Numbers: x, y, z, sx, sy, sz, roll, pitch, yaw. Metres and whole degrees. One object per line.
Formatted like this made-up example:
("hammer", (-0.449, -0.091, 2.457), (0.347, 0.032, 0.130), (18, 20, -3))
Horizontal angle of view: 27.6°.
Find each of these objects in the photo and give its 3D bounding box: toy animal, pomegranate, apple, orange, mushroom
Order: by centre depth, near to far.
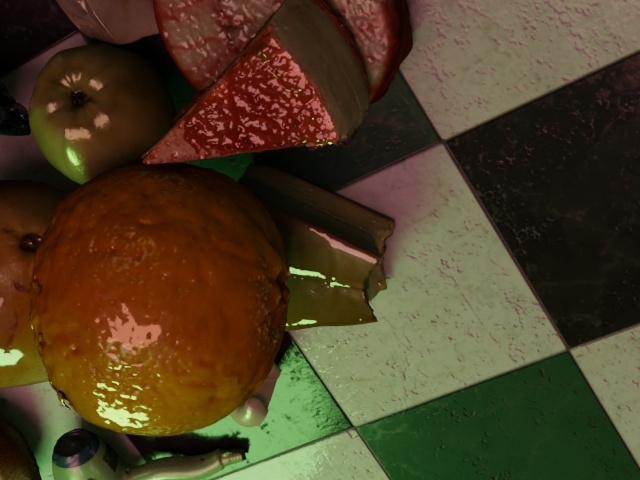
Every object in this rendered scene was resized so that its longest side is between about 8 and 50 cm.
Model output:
("orange", (-0.181, 0.070, 1.584), (0.293, 0.340, 0.340), (-1, 120, 15))
("mushroom", (-0.296, -0.342, 1.620), (0.108, 0.096, 0.247), (-22, 111, 33))
("apple", (-0.279, -0.159, 1.661), (0.200, 0.200, 0.200), (7, 121, 11))
("pomegranate", (-0.433, 0.063, 1.795), (0.319, 0.319, 0.319), (7, 121, 11))
("toy animal", (-0.171, 0.195, 1.891), (0.212, 0.124, 0.124), (21, 123, -2))
("mushroom", (-0.564, 0.361, 2.069), (0.253, 0.153, 0.253), (7, 124, 11))

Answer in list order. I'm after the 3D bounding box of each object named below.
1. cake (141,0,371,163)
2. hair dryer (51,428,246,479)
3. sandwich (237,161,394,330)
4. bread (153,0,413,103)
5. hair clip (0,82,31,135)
("cake", (-0.093, -0.185, 1.489), (0.262, 0.158, 0.159), (-6, 117, 19))
("hair dryer", (-0.276, 0.428, 2.080), (0.298, 0.119, 0.296), (5, 128, -3))
("sandwich", (0.000, 0.000, 1.737), (0.186, 0.108, 0.220), (-8, 115, 19))
("bread", (-0.048, -0.290, 1.573), (0.295, 0.114, 0.327), (-14, 117, 21))
("hair clip", (-0.528, -0.186, 1.682), (0.310, 0.206, 0.194), (34, 105, -10))
